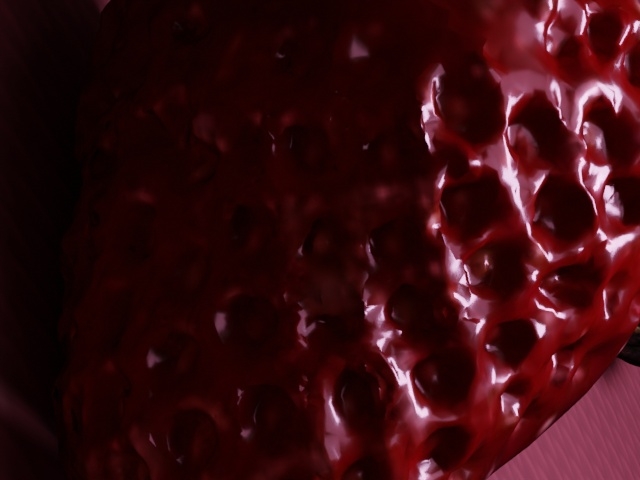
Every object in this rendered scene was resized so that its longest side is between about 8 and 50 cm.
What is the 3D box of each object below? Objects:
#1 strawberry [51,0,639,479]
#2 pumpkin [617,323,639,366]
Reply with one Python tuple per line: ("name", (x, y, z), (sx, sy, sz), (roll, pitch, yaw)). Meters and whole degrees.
("strawberry", (0.000, 0.000, 0.970), (0.345, 0.318, 0.295), (-58, 173, -37))
("pumpkin", (0.318, 0.012, 1.866), (0.220, 0.162, 0.220), (17, 70, -55))
